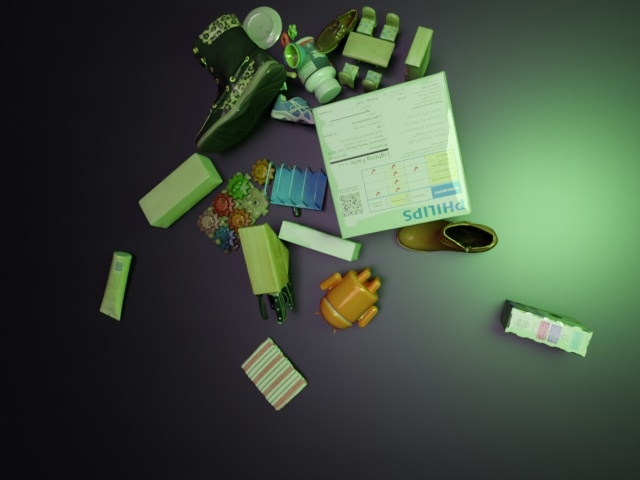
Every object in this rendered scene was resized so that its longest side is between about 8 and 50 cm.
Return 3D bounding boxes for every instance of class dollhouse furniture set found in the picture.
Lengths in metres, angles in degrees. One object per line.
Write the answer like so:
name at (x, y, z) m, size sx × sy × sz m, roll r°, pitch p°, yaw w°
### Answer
dollhouse furniture set at (0.185, -0.544, 1.391) m, size 0.241 × 0.161 × 0.212 m, roll 20°, pitch 88°, yaw 11°

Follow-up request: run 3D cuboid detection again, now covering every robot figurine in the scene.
robot figurine at (0.084, 0.176, 1.461) m, size 0.219 × 0.158 × 0.128 m, roll -46°, pitch 39°, yaw 12°

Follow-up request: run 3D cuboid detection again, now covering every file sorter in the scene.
file sorter at (-0.076, -0.171, 1.499) m, size 0.170 × 0.104 × 0.118 m, roll 9°, pitch 82°, yaw 12°

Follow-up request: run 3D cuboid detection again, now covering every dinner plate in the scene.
dinner plate at (-0.195, -0.696, 1.588) m, size 0.141 × 0.017 × 0.142 m, roll 1°, pitch 92°, yaw 15°

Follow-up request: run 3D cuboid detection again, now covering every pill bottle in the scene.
pill bottle at (-0.016, -0.519, 1.491) m, size 0.107 × 0.108 × 0.180 m, roll -33°, pitch 83°, yaw 14°

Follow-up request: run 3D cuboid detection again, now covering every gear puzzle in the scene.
gear puzzle at (-0.263, -0.123, 1.598) m, size 0.175 × 0.044 × 0.339 m, roll 44°, pitch 101°, yaw 11°

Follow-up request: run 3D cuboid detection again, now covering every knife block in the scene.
knife block at (-0.163, 0.112, 1.478) m, size 0.088 × 0.276 × 0.242 m, roll -8°, pitch 59°, yaw 15°

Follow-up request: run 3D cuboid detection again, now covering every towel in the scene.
towel at (-0.153, 0.436, 1.585) m, size 0.144 × 0.029 × 0.197 m, roll -45°, pitch 77°, yaw 12°

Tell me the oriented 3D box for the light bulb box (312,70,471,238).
light bulb box at (0.204, -0.225, 1.347) m, size 0.357 × 0.225 × 0.362 m, roll -11°, pitch 97°, yaw 16°

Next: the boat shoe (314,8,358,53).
boat shoe at (0.048, -0.633, 1.457) m, size 0.064 × 0.060 × 0.178 m, roll 43°, pitch 72°, yaw -2°

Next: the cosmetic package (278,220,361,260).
cosmetic package at (0.000, 0.000, 1.497) m, size 0.238 × 0.099 × 0.061 m, roll 18°, pitch 96°, yaw 14°

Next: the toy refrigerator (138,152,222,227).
toy refrigerator at (-0.469, -0.164, 1.635) m, size 0.269 × 0.094 × 0.102 m, roll -37°, pitch 74°, yaw 13°

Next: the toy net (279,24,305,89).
toy net at (-0.116, -0.540, 1.473) m, size 0.122 × 0.045 × 0.232 m, roll 62°, pitch 149°, yaw 1°

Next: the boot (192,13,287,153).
boot at (-0.305, -0.485, 1.516) m, size 0.377 × 0.138 × 0.284 m, roll -43°, pitch 72°, yaw 26°

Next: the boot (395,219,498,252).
boot at (0.339, -0.007, 1.336) m, size 0.283 × 0.220 × 0.109 m, roll 9°, pitch 93°, yaw 16°

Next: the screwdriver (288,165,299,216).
screwdriver at (-0.086, -0.159, 1.560) m, size 0.025 × 0.024 × 0.170 m, roll -9°, pitch 86°, yaw 45°

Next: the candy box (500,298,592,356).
candy box at (0.593, 0.228, 1.295) m, size 0.196 × 0.165 × 0.070 m, roll 16°, pitch 95°, yaw 15°

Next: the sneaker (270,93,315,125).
sneaker at (-0.056, -0.403, 1.518) m, size 0.211 × 0.080 × 0.081 m, roll 15°, pitch 98°, yaw 14°

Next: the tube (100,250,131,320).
tube at (-0.730, 0.160, 1.733) m, size 0.070 × 0.062 × 0.241 m, roll 32°, pitch 109°, yaw 57°
